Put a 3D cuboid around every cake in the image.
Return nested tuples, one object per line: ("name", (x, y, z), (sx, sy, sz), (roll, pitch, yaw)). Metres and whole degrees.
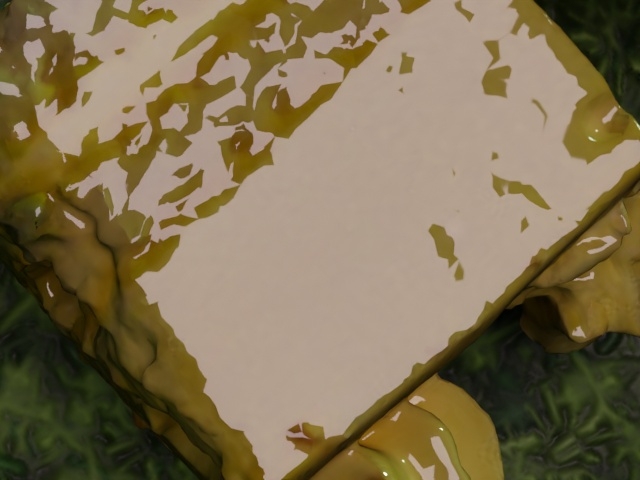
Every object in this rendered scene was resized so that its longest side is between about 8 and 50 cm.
("cake", (0.000, 0.000, 0.717), (0.227, 0.222, 0.286), (-43, 90, -10))
